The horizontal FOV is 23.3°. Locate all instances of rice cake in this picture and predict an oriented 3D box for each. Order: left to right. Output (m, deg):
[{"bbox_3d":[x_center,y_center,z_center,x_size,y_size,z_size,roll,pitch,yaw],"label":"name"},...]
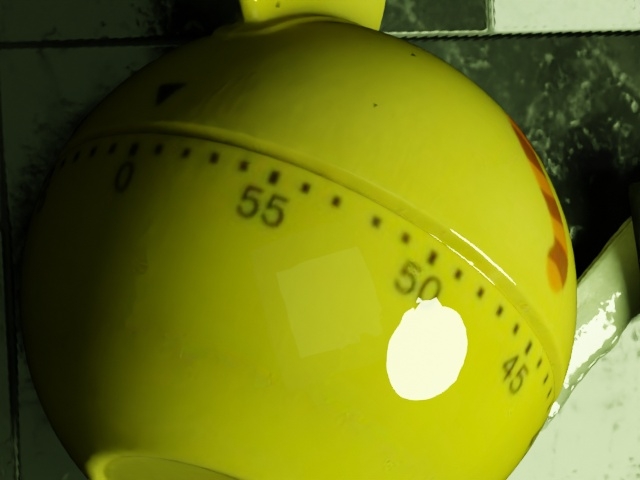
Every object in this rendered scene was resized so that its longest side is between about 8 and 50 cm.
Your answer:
[{"bbox_3d":[0.222,0.032,1.151,0.057,0.052,0.256,39,82,22],"label":"rice cake"}]

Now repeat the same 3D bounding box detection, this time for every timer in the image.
[{"bbox_3d":[0.000,0.000,0.976,0.376,0.376,0.387,29,63,-12],"label":"timer"}]

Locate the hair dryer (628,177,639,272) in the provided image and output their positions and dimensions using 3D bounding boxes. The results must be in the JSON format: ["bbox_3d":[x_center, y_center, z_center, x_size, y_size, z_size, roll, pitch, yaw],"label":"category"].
[{"bbox_3d":[0.341,-0.009,1.132,0.255,0.070,0.128,-15,97,-21],"label":"hair dryer"}]
